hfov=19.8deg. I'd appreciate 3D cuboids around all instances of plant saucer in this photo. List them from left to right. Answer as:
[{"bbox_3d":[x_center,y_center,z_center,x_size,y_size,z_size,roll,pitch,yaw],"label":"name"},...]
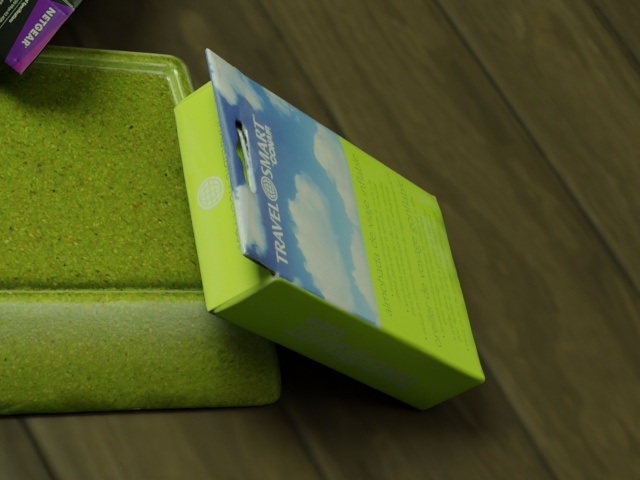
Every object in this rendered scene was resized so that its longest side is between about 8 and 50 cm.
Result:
[{"bbox_3d":[-0.110,-0.019,0.792,0.188,0.045,0.188,1,56,-33],"label":"plant saucer"}]

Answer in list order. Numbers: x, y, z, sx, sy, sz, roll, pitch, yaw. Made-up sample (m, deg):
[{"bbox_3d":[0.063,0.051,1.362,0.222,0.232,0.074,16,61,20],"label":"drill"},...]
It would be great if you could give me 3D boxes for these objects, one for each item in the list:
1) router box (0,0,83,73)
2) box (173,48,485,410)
[{"bbox_3d":[-0.151,-0.161,0.824,0.133,0.046,0.179,39,25,-12],"label":"router box"},{"bbox_3d":[0.000,0.000,0.805,0.178,0.042,0.109,29,40,-47],"label":"box"}]
